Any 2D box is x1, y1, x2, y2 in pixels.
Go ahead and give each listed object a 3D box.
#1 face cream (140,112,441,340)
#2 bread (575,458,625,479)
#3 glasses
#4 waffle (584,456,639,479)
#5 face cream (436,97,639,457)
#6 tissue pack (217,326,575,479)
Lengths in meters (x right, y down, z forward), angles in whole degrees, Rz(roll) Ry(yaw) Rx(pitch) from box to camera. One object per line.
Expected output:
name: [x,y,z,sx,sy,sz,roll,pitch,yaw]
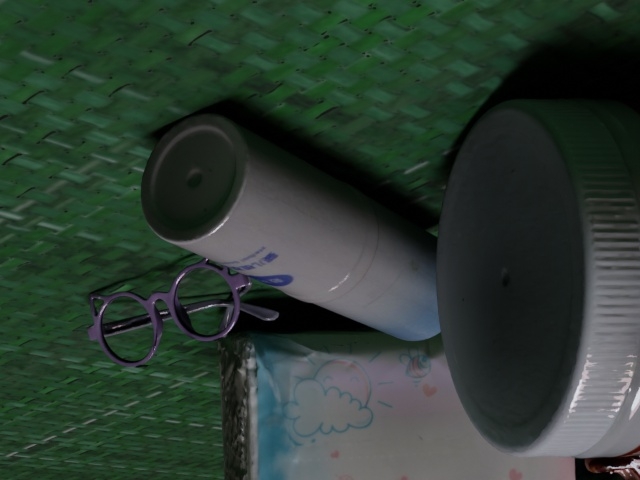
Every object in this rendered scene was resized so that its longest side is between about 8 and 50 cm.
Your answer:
face cream: [0.000,0.000,0.790,0.077,0.077,0.250,-21,154,29]
bread: [0.359,0.199,1.133,0.395,0.239,0.264,-26,122,19]
glasses: [-0.085,0.045,0.940,0.140,0.062,0.104,-21,176,29]
waffle: [0.285,0.105,0.961,0.234,0.055,0.221,17,112,-1]
face cream: [0.188,0.020,0.738,0.187,0.201,0.201,0,156,-17]
tissue pack: [0.060,0.165,1.029,0.271,0.201,0.124,-1,-179,-16]
